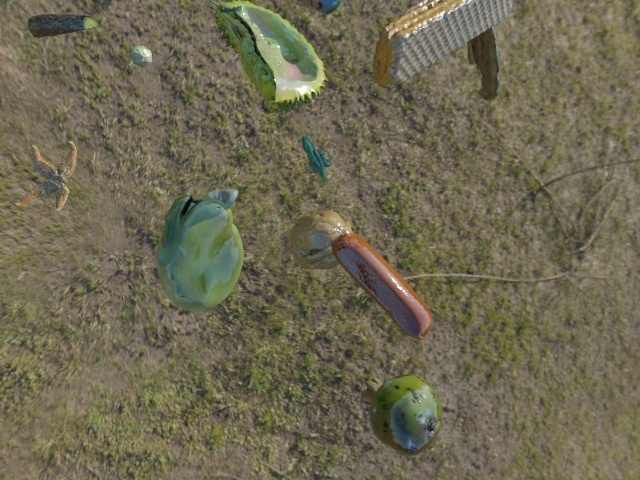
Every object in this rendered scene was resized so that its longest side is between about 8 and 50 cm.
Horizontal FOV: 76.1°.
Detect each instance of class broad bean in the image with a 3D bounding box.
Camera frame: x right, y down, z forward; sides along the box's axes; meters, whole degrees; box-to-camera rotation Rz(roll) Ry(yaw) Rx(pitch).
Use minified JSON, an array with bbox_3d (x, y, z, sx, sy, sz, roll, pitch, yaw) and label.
[{"bbox_3d":[-0.219,0.026,0.748,0.169,0.100,0.227,-35,123,-34],"label":"broad bean"}]

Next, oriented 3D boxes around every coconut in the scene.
[{"bbox_3d":[-0.688,-0.705,1.569,0.083,0.082,0.081,35,61,-9],"label":"coconut"}]

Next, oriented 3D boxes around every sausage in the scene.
[{"bbox_3d":[0.163,0.111,1.056,0.348,0.094,0.097,45,34,7],"label":"sausage"}]

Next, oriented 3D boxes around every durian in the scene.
[{"bbox_3d":[-0.100,-0.395,0.861,0.158,0.169,0.351,-34,64,9],"label":"durian"}]

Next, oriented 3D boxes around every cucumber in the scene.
[{"bbox_3d":[-0.779,-0.659,1.236,0.078,0.212,0.062,-62,148,-51],"label":"cucumber"}]

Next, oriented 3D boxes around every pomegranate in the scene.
[{"bbox_3d":[0.116,0.257,0.624,0.115,0.142,0.114,-3,95,-33],"label":"pomegranate"}]

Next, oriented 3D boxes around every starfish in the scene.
[{"bbox_3d":[-0.904,-0.219,1.363,0.138,0.050,0.247,12,81,-22],"label":"starfish"}]

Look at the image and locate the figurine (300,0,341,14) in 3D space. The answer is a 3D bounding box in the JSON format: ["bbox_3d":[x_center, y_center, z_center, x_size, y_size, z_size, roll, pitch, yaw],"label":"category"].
[{"bbox_3d":[-0.025,-0.692,1.100,0.145,0.114,0.178,-27,103,-9],"label":"figurine"}]

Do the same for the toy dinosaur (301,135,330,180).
[{"bbox_3d":[-0.014,-0.223,1.131,0.059,0.096,0.132,-27,80,13],"label":"toy dinosaur"}]

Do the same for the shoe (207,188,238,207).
[{"bbox_3d":[-0.395,-0.145,1.534,0.078,0.195,0.079,40,39,-29],"label":"shoe"}]

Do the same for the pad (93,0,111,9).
[{"bbox_3d":[-0.663,-0.821,1.201,0.158,0.235,0.003,25,44,-37],"label":"pad"}]

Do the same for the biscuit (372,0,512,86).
[{"bbox_3d":[0.225,-0.374,0.696,0.379,0.094,0.054,-38,65,-25],"label":"biscuit"}]

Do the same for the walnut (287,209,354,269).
[{"bbox_3d":[0.000,0.000,1.304,0.198,0.245,0.198,11,74,-42],"label":"walnut"}]

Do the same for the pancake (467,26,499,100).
[{"bbox_3d":[0.413,-0.471,1.033,0.029,0.212,0.235,-11,66,9],"label":"pancake"}]
